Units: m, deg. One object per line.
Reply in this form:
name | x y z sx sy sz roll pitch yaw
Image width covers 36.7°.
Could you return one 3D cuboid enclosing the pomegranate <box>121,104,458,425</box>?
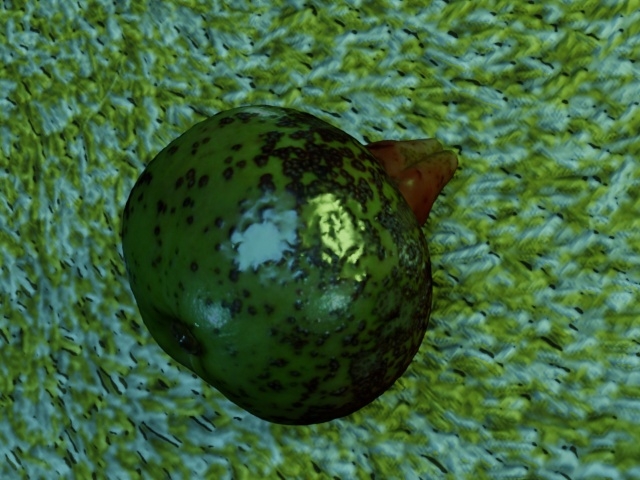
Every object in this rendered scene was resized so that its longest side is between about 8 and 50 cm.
pomegranate | 0.000 0.000 0.641 0.247 0.214 0.214 -32 66 -27
